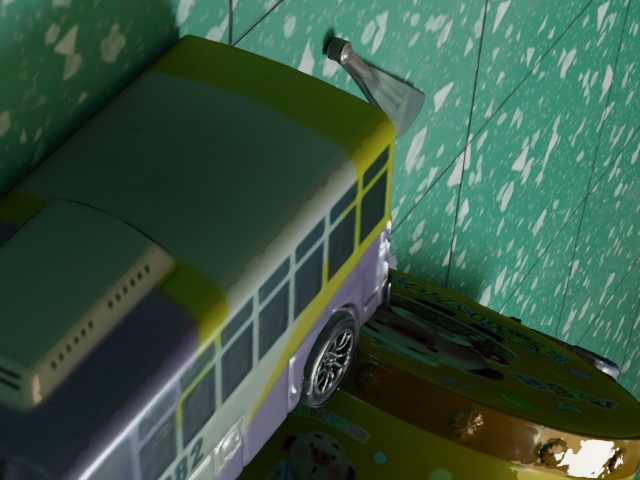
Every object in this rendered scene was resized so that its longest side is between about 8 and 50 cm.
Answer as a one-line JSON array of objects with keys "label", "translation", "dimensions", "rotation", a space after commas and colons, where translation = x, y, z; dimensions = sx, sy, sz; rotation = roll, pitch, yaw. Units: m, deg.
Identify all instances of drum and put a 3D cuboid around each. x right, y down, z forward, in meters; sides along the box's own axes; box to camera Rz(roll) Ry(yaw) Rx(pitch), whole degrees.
[{"label": "drum", "translation": [0.077, 0.177, 1.544], "dimensions": [0.431, 0.431, 0.214], "rotation": [-4, 118, -67]}]

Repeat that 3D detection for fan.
[{"label": "fan", "translation": [0.053, -0.148, 1.669], "dimensions": [0.057, 0.023, 0.282], "rotation": [-56, 160, 4]}]

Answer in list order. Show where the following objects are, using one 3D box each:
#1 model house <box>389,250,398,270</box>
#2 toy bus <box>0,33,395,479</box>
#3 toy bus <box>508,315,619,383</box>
[{"label": "model house", "translation": [0.043, 0.081, 1.792], "dimensions": [0.167, 0.117, 0.088], "rotation": [-53, 154, -18]}, {"label": "toy bus", "translation": [-0.135, 0.067, 1.191], "dimensions": [0.440, 0.209, 0.249], "rotation": [-48, 153, -38]}, {"label": "toy bus", "translation": [0.223, 0.204, 2.105], "dimensions": [0.203, 0.233, 0.427], "rotation": [-65, 171, 4]}]
